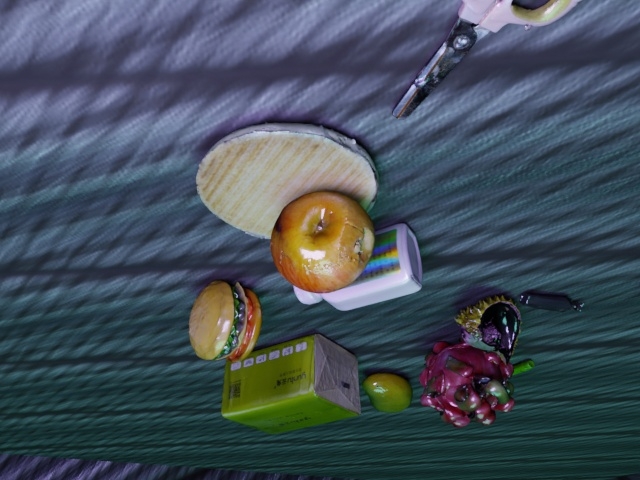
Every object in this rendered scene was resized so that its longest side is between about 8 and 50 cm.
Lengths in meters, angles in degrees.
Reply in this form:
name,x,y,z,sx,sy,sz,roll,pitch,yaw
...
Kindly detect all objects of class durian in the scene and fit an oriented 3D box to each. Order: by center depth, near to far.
name,x,y,z,sx,sy,sz,roll,pitch,yaw
durian,0.339,0.164,1.180,0.187,0.119,0.108,37,169,-39

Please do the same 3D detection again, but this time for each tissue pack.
name,x,y,z,sx,sy,sz,roll,pitch,yaw
tissue pack,-0.069,0.356,1.373,0.275,0.167,0.200,-20,142,28

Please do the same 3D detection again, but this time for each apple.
name,x,y,z,sx,sy,sz,roll,pitch,yaw
apple,0.000,0.000,0.776,0.147,0.146,0.146,-1,147,0

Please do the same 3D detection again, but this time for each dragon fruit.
name,x,y,z,sx,sy,sz,roll,pitch,yaw
dragon fruit,0.332,0.330,1.268,0.219,0.272,0.198,-8,111,3

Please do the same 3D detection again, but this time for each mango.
name,x,y,z,sx,sy,sz,roll,pitch,yaw
mango,0.190,0.420,1.554,0.122,0.085,0.191,-7,148,15

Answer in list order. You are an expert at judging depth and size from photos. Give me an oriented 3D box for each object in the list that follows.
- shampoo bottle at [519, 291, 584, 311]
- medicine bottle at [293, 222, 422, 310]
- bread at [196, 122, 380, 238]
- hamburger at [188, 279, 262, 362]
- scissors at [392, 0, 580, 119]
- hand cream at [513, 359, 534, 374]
name,x,y,z,sx,sy,sz,roll,pitch,yaw
shampoo bottle,0.478,0.129,1.165,0.137,0.027,0.048,9,148,-16
medicine bottle,0.060,0.054,0.958,0.219,0.115,0.078,-18,144,25
bread,-0.046,-0.081,0.817,0.267,0.040,0.267,-1,148,0
hamburger,-0.182,0.155,1.080,0.115,0.161,0.162,17,143,-33
scissors,0.168,-0.232,0.603,0.160,0.024,0.317,14,144,-22
hand cream,0.517,0.345,1.505,0.036,0.023,0.122,12,149,-26
